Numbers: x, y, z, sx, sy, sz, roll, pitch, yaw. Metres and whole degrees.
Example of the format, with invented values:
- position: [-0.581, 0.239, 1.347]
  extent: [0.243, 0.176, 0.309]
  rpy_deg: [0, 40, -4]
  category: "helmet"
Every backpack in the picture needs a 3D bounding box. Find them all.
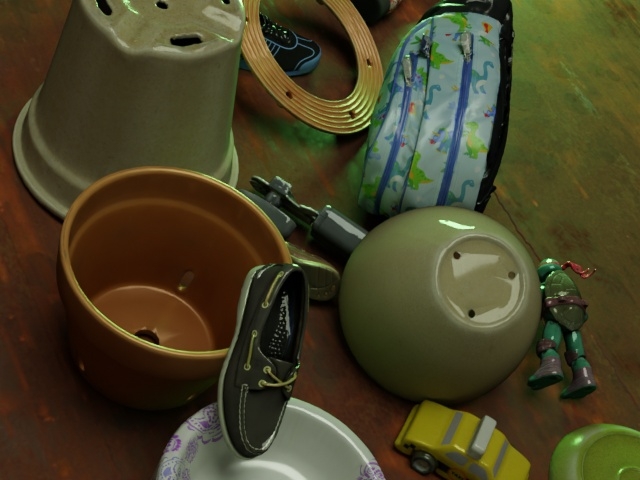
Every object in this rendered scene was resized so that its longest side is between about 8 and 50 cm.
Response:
- position: [0.183, -0.172, 1.947]
  extent: [0.273, 0.290, 0.356]
  rpy_deg: [2, 58, -12]
  category: "backpack"

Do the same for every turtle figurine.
- position: [0.342, 0.113, 1.872]
  extent: [0.175, 0.118, 0.234]
  rpy_deg: [8, 55, -19]
  category: "turtle figurine"

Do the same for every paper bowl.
- position: [-0.069, 0.334, 1.471]
  extent: [0.284, 0.148, 0.284]
  rpy_deg: [12, 49, -15]
  category: "paper bowl"

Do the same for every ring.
- position: [-0.024, -0.319, 2.049]
  extent: [0.336, 0.032, 0.337]
  rpy_deg: [25, 51, -34]
  category: "ring"

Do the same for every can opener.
- position: [0.000, 0.000, 1.853]
  extent: [0.283, 0.076, 0.095]
  rpy_deg: [35, 79, 5]
  category: "can opener"

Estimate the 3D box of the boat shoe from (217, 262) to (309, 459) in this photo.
- position: [-0.061, 0.136, 1.435]
  extent: [0.081, 0.068, 0.228]
  rpy_deg: [16, 74, -36]
  category: "boat shoe"

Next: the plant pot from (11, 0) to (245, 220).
- position: [-0.241, -0.221, 1.739]
  extent: [0.333, 0.305, 0.334]
  rpy_deg: [11, 48, -12]
  category: "plant pot"

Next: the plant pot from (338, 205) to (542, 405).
- position: [0.186, 0.074, 1.703]
  extent: [0.284, 0.191, 0.284]
  rpy_deg: [3, 77, -14]
  category: "plant pot"

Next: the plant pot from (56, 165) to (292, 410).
- position: [-0.202, 0.079, 1.587]
  extent: [0.290, 0.203, 0.291]
  rpy_deg: [13, 49, -15]
  category: "plant pot"

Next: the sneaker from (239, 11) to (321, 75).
- position: [-0.099, -0.331, 2.056]
  extent: [0.232, 0.090, 0.081]
  rpy_deg: [2, 52, -22]
  category: "sneaker"

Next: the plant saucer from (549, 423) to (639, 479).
- position: [0.437, 0.354, 1.758]
  extent: [0.241, 0.037, 0.241]
  rpy_deg: [12, 49, -14]
  category: "plant saucer"

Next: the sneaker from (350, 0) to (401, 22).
- position: [0.053, -0.524, 2.270]
  extent: [0.270, 0.090, 0.145]
  rpy_deg: [49, 47, 0]
  category: "sneaker"

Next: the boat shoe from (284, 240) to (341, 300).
- position: [-0.056, 0.032, 1.798]
  extent: [0.178, 0.064, 0.060]
  rpy_deg: [22, 17, -8]
  category: "boat shoe"

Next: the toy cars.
- position: [0.242, 0.360, 1.630]
  extent: [0.176, 0.087, 0.394]
  rpy_deg: [-8, 56, -29]
  category: "toy cars"
